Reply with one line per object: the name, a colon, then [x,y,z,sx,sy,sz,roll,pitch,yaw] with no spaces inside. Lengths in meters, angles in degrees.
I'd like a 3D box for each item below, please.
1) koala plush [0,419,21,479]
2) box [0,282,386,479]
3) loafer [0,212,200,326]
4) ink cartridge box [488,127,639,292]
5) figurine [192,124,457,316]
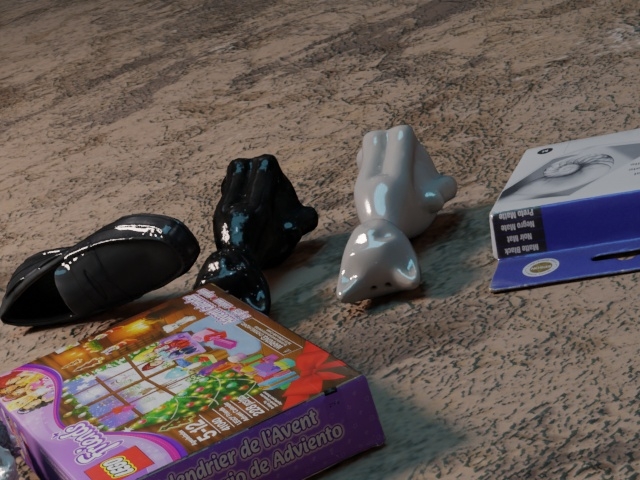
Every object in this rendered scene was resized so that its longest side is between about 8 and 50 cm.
koala plush: [-0.313,0.159,1.225,0.221,0.203,0.196,-3,-4,-13]
box: [-0.107,0.121,1.286,0.201,0.057,0.293,-24,20,-19]
loafer: [-0.197,0.034,1.583,0.223,0.076,0.078,-17,29,39]
ink cartridge box: [0.253,-0.038,1.446,0.223,0.045,0.224,-10,20,20]
figurine: [0.000,0.000,1.522,0.215,0.092,0.209,-11,28,17]
